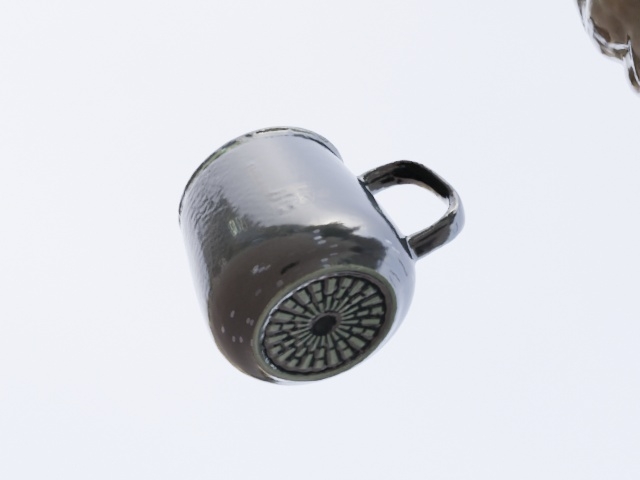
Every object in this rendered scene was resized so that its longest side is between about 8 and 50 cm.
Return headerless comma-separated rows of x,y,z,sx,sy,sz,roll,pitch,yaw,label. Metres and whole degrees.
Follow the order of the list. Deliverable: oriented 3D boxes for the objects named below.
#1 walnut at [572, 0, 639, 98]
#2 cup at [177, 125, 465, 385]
0.254,-0.183,1.081,0.224,0.224,0.224,18,-43,18,walnut
0.000,0.000,1.447,0.176,0.223,0.169,-120,-173,-46,cup
